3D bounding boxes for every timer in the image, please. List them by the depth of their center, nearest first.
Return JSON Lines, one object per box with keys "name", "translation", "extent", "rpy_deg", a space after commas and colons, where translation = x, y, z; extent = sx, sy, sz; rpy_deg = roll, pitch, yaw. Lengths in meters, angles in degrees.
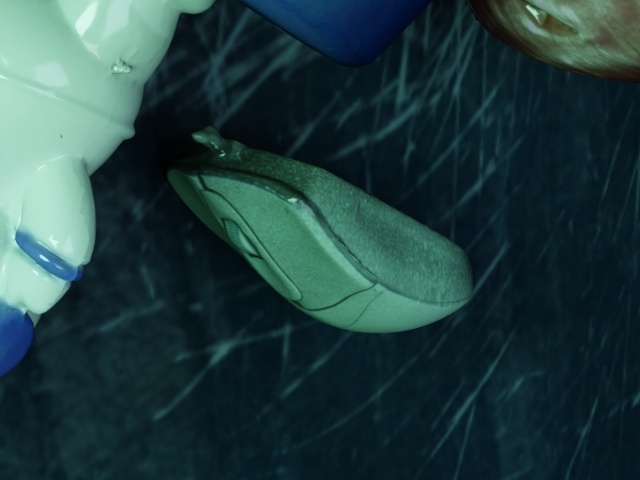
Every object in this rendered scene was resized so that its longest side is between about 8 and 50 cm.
{"name": "timer", "translation": [-0.112, -0.093, 0.781], "extent": [0.270, 0.270, 0.383], "rpy_deg": [30, 98, -44]}

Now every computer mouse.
{"name": "computer mouse", "translation": [-0.001, 0.006, 0.989], "extent": [0.229, 0.113, 0.068], "rpy_deg": [27, 79, -45]}

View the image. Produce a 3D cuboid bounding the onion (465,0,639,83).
{"name": "onion", "translation": [0.236, -0.200, 0.943], "extent": [0.347, 0.347, 0.285], "rpy_deg": [-47, 118, -15]}
